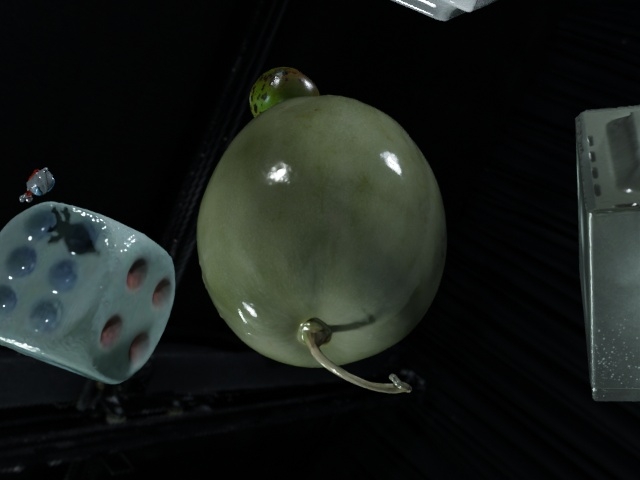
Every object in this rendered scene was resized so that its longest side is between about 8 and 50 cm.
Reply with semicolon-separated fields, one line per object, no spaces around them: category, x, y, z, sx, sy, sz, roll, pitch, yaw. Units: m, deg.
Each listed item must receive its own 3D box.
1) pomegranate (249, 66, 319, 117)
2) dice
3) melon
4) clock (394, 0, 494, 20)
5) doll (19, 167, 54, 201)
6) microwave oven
pomegranate;-0.085;-0.290;1.738;0.159;0.159;0.205;20;-102;-51
dice;-0.448;0.100;1.440;0.262;0.264;0.268;58;-130;-65
melon;0.002;-0.010;0.795;0.308;0.271;0.272;-55;-24;-56
clock;0.131;-0.394;1.091;0.231;0.262;0.116;-45;-23;-52
doll;-0.472;-0.094;1.305;0.057;0.114;0.039;-8;-102;-32
microwave oven;0.540;0.001;0.934;0.236;0.432;0.374;-74;-25;-50
